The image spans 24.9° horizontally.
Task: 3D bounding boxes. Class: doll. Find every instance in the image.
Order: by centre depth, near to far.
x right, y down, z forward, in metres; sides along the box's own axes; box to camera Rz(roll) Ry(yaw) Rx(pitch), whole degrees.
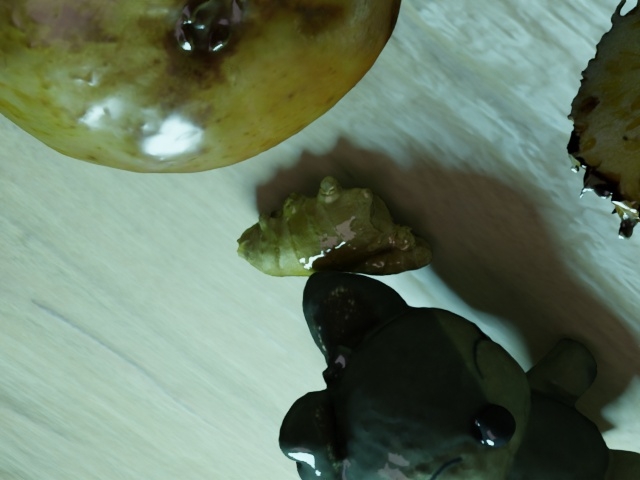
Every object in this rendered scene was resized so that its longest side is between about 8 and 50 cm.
[{"bbox_3d":[0.095,0.221,1.450,0.382,0.252,0.378,29,140,-14],"label":"doll"}]

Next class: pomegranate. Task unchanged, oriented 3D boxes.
[{"bbox_3d":[-0.128,-0.250,1.039,0.410,0.410,0.410,17,140,15],"label":"pomegranate"}]

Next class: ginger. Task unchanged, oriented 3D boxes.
[{"bbox_3d":[0.002,-0.007,1.419,0.205,0.081,0.115,-2,164,22],"label":"ginger"}]

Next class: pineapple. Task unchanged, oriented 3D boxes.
[{"bbox_3d":[0.353,-0.052,1.079,0.262,0.263,0.271,-10,144,38],"label":"pineapple"}]
